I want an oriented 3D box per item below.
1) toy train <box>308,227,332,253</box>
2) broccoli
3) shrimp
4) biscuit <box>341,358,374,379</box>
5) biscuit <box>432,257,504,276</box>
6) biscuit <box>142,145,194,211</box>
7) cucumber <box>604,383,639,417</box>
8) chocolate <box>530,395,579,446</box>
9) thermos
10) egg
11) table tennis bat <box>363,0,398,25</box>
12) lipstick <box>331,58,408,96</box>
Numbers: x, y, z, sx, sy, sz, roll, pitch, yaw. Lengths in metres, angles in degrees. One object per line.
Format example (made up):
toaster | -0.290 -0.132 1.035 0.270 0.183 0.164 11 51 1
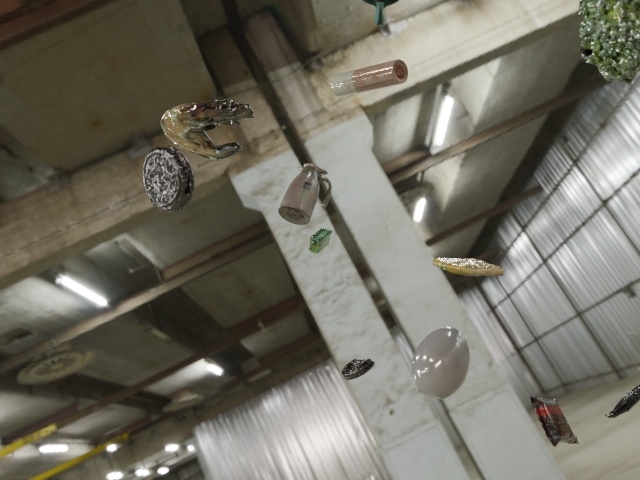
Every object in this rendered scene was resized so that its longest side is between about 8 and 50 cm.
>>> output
toy train | 0.000 0.000 1.795 0.093 0.038 0.056 -39 -34 -54
broccoli | 0.592 -0.418 1.048 0.246 0.248 0.288 10 -55 -24
shrimp | -0.317 -0.326 1.793 0.365 0.071 0.233 -3 -36 34
biscuit | 0.093 0.318 1.512 0.089 0.027 0.087 -31 8 5
biscuit | 0.392 0.067 1.588 0.247 0.118 0.029 3 -74 -47
biscuit | -0.434 -0.175 1.716 0.053 0.194 0.194 -16 -21 -51
cucumber | 0.872 0.469 1.723 0.163 0.039 0.043 -31 -61 -23
chocolate | 0.375 0.292 0.972 0.028 0.086 0.182 -33 -28 25
thermos | -0.037 -0.150 1.903 0.105 0.137 0.193 89 -161 -60
egg | 0.387 0.387 1.928 0.232 0.176 0.176 -61 -9 -21
table tennis bat | 0.162 -0.649 1.617 0.124 0.033 0.201 4 -16 6
lipstick | 0.142 -0.482 1.801 0.070 0.070 0.254 -11 9 -41
